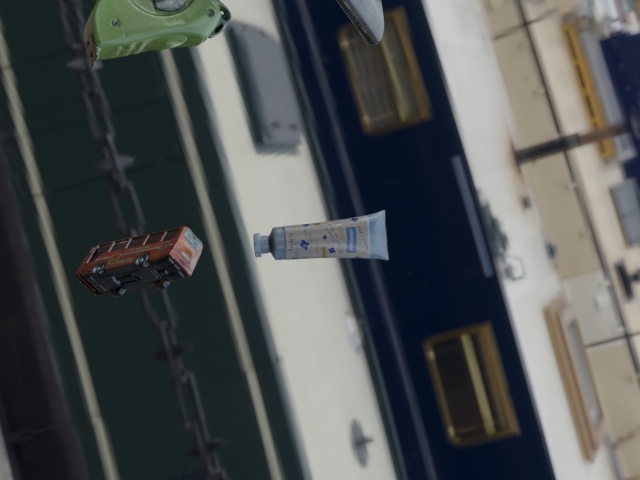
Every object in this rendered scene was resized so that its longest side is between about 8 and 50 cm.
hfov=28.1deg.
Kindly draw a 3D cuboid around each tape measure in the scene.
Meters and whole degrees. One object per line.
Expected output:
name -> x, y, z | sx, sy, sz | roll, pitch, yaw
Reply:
tape measure -> -0.225, -0.332, 1.719 | 0.106, 0.200, 0.175 | 154, -75, -71

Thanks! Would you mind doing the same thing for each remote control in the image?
remote control -> 0.025, -0.367, 1.697 | 0.377, 0.044, 0.107 | 34, 42, -72

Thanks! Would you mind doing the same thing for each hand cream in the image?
hand cream -> 0.000, 0.000, 1.630 | 0.043, 0.171, 0.065 | 151, -65, -87

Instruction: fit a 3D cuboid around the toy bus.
toy bus -> -0.142, 0.016, 1.000 | 0.031, 0.110, 0.043 | 49, 48, -33
